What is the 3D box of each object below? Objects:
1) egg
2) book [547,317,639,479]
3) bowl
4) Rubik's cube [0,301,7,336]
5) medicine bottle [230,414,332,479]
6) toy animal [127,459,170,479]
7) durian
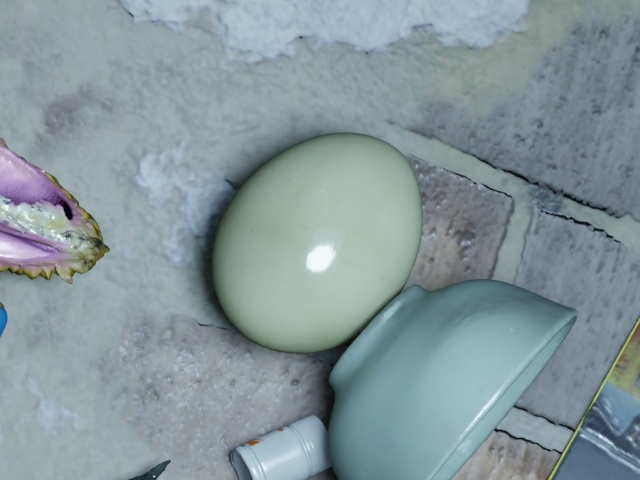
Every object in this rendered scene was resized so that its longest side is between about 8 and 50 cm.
[{"bbox_3d":[0.000,0.000,1.864,0.186,0.186,0.241,40,62,-6],"label":"egg"},{"bbox_3d":[0.399,0.227,1.995,0.262,0.028,0.374,30,72,7],"label":"book"},{"bbox_3d":[0.100,0.136,1.837,0.146,0.289,0.289,40,70,11],"label":"bowl"},{"bbox_3d":[-0.373,0.077,1.721,0.254,0.254,0.254,3,78,-17],"label":"Rubik's cube"},{"bbox_3d":[-0.036,0.212,1.878,0.089,0.057,0.057,-22,86,-19],"label":"medicine bottle"},{"bbox_3d":[-0.142,0.332,1.804,0.146,0.114,0.245,-2,58,-24],"label":"toy animal"},{"bbox_3d":[-0.365,-0.041,1.789,0.341,0.191,0.112,14,112,-32],"label":"durian"}]
